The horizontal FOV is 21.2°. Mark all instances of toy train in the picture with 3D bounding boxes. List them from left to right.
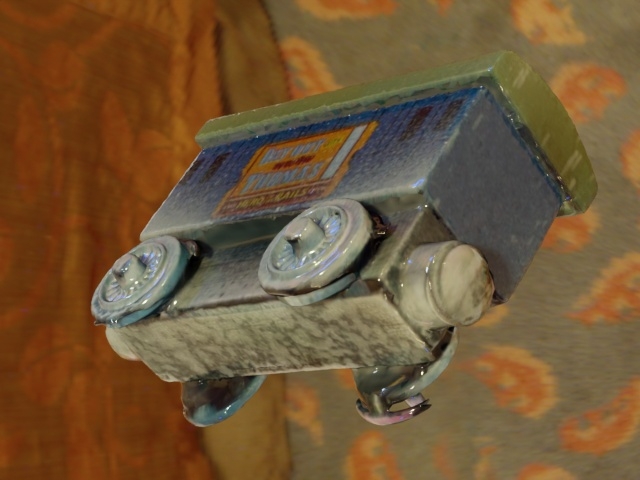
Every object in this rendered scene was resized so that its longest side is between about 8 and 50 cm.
[{"bbox_3d":[0.000,0.000,1.008,0.300,0.131,0.202,-7,40,46],"label":"toy train"}]
